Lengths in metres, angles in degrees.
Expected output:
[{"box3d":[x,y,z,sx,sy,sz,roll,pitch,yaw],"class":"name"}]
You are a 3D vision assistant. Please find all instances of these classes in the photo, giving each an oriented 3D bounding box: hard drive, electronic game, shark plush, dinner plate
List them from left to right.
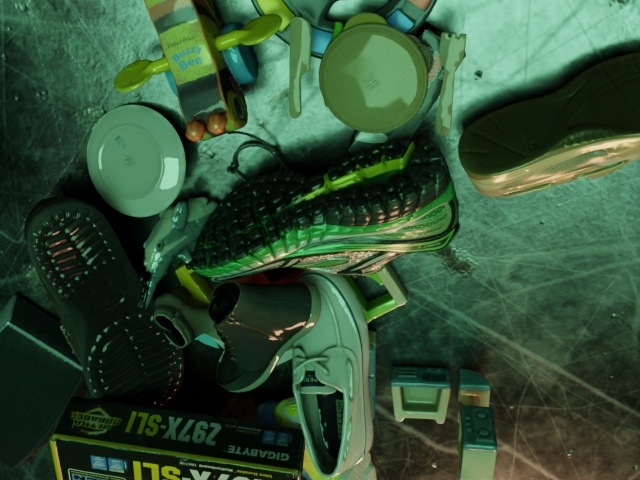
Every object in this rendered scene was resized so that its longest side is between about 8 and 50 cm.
[{"box3d":[-0.441,0.216,1.237,0.172,0.054,0.255,35,114,-10],"class":"hard drive"},{"box3d":[-0.234,-0.098,1.061,0.141,0.017,0.141,3,100,19],"class":"dinner plate"},{"box3d":[-0.182,0.013,1.071,0.067,0.161,0.073,33,157,-27],"class":"shark plush"},{"box3d":[0.025,-0.311,0.935,0.229,0.048,0.229,3,115,6],"class":"electronic game"}]

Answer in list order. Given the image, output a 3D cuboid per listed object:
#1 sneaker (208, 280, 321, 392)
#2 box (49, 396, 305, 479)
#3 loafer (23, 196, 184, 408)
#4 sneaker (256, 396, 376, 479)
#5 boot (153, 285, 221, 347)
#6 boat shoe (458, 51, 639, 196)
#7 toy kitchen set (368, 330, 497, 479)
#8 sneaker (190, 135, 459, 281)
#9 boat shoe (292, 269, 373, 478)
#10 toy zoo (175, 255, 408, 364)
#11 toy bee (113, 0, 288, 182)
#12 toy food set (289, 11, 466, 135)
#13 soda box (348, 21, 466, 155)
[{"box3d":[-0.105,0.114,1.061,0.118,0.083,0.222,12,136,-31],"class":"sneaker"},{"box3d":[-0.187,0.343,1.160,0.322,0.079,0.257,8,128,2],"class":"box"},{"box3d":[-0.285,0.084,1.136,0.133,0.130,0.366,-24,124,-18],"class":"loafer"},{"box3d":[-0.011,0.302,1.223,0.126,0.091,0.240,2,132,40],"class":"sneaker"},{"box3d":[-0.166,0.111,1.102,0.118,0.087,0.042,40,115,-11],"class":"boot"},{"box3d":[0.311,-0.124,0.968,0.302,0.109,0.098,-19,151,15],"class":"boat shoe"},{"box3d":[0.119,0.212,1.104,0.207,0.166,0.122,1,115,6],"class":"toy kitchen set"},{"box3d":[0.000,0.000,1.006,0.343,0.134,0.146,-12,133,22],"class":"sneaker"},{"box3d":[0.004,0.169,1.077,0.096,0.088,0.268,2,103,28],"class":"boat shoe"},{"box3d":[-0.057,0.065,1.132,0.293,0.030,0.192,-27,109,18],"class":"toy zoo"},{"box3d":[-0.118,-0.184,0.951,0.195,0.162,0.298,-38,105,19],"class":"toy bee"},{"box3d":[0.061,-0.185,0.948,0.192,0.038,0.132,9,115,11],"class":"toy food set"},{"box3d":[0.099,-0.165,0.991,0.060,0.053,0.169,29,115,-7],"class":"soda box"}]
